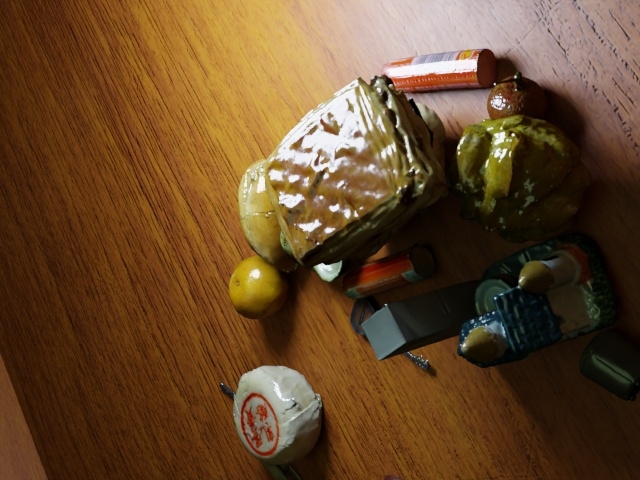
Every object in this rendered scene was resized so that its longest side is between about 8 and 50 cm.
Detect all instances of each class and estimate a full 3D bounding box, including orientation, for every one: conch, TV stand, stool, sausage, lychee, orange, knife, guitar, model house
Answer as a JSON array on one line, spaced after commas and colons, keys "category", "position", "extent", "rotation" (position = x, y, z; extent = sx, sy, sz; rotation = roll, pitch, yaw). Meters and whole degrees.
[{"category": "conch", "position": [0.002, -0.002, 1.843], "extent": [0.181, 0.124, 0.187], "rotation": [54, 143, 2]}, {"category": "TV stand", "position": [0.207, 0.146, 1.560], "extent": [0.088, 0.270, 0.082], "rotation": [-42, 68, 43]}, {"category": "stool", "position": [0.498, 0.209, 1.395], "extent": [0.110, 0.096, 0.096], "rotation": [39, 124, 31]}, {"category": "sausage", "position": [0.211, -0.323, 1.612], "extent": [0.274, 0.074, 0.074], "rotation": [5, 101, 46]}, {"category": "sausage", "position": [0.128, 0.074, 1.773], "extent": [0.264, 0.083, 0.083], "rotation": [-22, 81, 48]}, {"category": "lychee", "position": [0.344, -0.239, 1.453], "extent": [0.101, 0.114, 0.140], "rotation": [37, 154, 5]}, {"category": "orange", "position": [-0.147, 0.116, 2.032], "extent": [0.159, 0.136, 0.158], "rotation": [-18, 67, 51]}, {"category": "knife", "position": [-0.221, 0.431, 2.264], "extent": [0.170, 0.010, 0.023], "rotation": [30, 124, 37]}, {"category": "guitar", "position": [0.153, 0.209, 1.811], "extent": [0.233, 0.025, 0.088], "rotation": [37, 122, 35]}, {"category": "TV stand", "position": [-0.095, 0.595, 2.137], "extent": [0.249, 0.042, 0.036], "rotation": [43, 130, 33]}, {"category": "model house", "position": [0.329, 0.121, 1.420], "extent": [0.253, 0.291, 0.184], "rotation": [-25, 84, 46]}]

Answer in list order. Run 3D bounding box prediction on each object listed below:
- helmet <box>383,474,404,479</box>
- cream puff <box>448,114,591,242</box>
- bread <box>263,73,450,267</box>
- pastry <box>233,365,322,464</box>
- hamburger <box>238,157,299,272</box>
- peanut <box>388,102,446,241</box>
[{"category": "helmet", "position": [0.159, 0.578, 1.852], "extent": [0.111, 0.057, 0.089], "rotation": [24, 117, 42]}, {"category": "cream puff", "position": [0.332, -0.102, 1.421], "extent": [0.244, 0.196, 0.244], "rotation": [21, 125, 34]}, {"category": "bread", "position": [0.068, -0.115, 1.524], "extent": [0.324, 0.167, 0.277], "rotation": [-37, 62, 29]}, {"category": "pastry", "position": [-0.111, 0.431, 2.061], "extent": [0.265, 0.133, 0.264], "rotation": [7, 100, 49]}, {"category": "hamburger", "position": [-0.110, -0.061, 1.944], "extent": [0.144, 0.157, 0.282], "rotation": [3, 97, 46]}, {"category": "peanut", "position": [0.144, -0.113, 1.670], "extent": [0.340, 0.158, 0.174], "rotation": [-45, 36, 37]}]
